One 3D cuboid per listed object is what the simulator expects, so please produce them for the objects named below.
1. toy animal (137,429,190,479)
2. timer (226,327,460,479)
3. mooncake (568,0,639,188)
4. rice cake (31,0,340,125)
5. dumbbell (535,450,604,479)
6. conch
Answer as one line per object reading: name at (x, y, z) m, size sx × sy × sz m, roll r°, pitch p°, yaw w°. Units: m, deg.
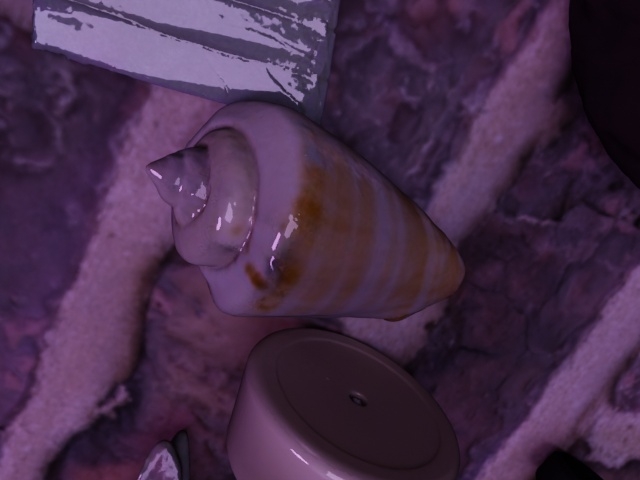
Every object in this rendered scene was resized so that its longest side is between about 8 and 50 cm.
toy animal at (-0.156, 0.289, 0.517) m, size 0.108 × 0.138 × 0.236 m, roll 37°, pitch 107°, yaw 14°
timer at (-0.027, 0.226, 0.497) m, size 0.175 × 0.175 × 0.265 m, roll 21°, pitch 111°, yaw -16°
mooncake at (0.358, -0.159, 0.397) m, size 0.381 × 0.212 × 0.350 m, roll 23°, pitch 111°, yaw -15°
rice cake at (-0.081, -0.180, 0.396) m, size 0.198 × 0.037 × 0.189 m, roll 6°, pitch 110°, yaw -12°
dumbbell at (0.208, 0.307, 0.596) m, size 0.100 × 0.100 × 0.191 m, roll 35°, pitch 101°, yaw -20°
conch at (0.000, 0.006, 0.421) m, size 0.255 × 0.127 × 0.158 m, roll 21°, pitch 117°, yaw -18°
